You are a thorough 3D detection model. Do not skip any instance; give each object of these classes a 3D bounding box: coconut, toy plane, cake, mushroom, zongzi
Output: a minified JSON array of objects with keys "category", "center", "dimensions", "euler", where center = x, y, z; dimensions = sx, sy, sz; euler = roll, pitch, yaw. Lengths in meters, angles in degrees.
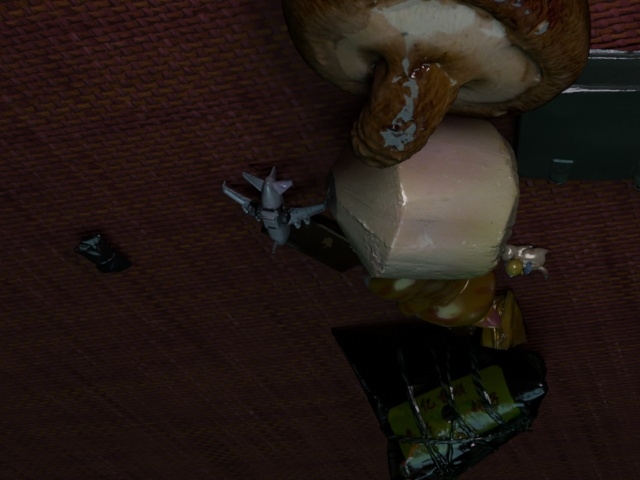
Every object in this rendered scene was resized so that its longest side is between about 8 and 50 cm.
[{"category":"coconut","center":[0.126,-0.061,1.718],"dimensions":[0.244,0.239,0.239],"euler":[6,150,-9]},{"category":"toy plane","center":[-0.069,-0.043,1.916],"dimensions":[0.162,0.065,0.171],"euler":[10,140,14]},{"category":"cake","center":[0.321,0.138,2.263],"dimensions":[0.080,0.116,0.185],"euler":[0,-176,25]},{"category":"mushroom","center":[0.128,-0.254,1.418],"dimensions":[0.345,0.239,0.345],"euler":[-18,157,-8]},{"category":"zongzi","center":[0.209,0.255,2.326],"dimensions":[0.383,0.362,0.319],"euler":[-33,173,3]}]

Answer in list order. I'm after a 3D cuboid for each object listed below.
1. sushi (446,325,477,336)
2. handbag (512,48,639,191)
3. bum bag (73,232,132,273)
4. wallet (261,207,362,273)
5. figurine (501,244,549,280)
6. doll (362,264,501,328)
[{"category":"sushi","center":[0.246,0.139,2.250],"dimensions":[0.055,0.052,0.120],"euler":[-13,148,23]},{"category":"handbag","center":[0.384,-0.154,1.695],"dimensions":[0.247,0.079,0.260],"euler":[1,153,4]},{"category":"bum bag","center":[-0.360,0.025,2.095],"dimensions":[0.058,0.034,0.124],"euler":[-22,146,12]},{"category":"wallet","center":[0.000,0.000,2.040],"dimensions":[0.176,0.026,0.095],"euler":[28,143,-31]},{"category":"figurine","center":[0.332,0.037,2.067],"dimensions":[0.083,0.050,0.047],"euler":[6,145,-8]},{"category":"doll","center":[0.170,0.038,1.970],"dimensions":[0.162,0.167,0.269],"euler":[-11,151,26]}]
